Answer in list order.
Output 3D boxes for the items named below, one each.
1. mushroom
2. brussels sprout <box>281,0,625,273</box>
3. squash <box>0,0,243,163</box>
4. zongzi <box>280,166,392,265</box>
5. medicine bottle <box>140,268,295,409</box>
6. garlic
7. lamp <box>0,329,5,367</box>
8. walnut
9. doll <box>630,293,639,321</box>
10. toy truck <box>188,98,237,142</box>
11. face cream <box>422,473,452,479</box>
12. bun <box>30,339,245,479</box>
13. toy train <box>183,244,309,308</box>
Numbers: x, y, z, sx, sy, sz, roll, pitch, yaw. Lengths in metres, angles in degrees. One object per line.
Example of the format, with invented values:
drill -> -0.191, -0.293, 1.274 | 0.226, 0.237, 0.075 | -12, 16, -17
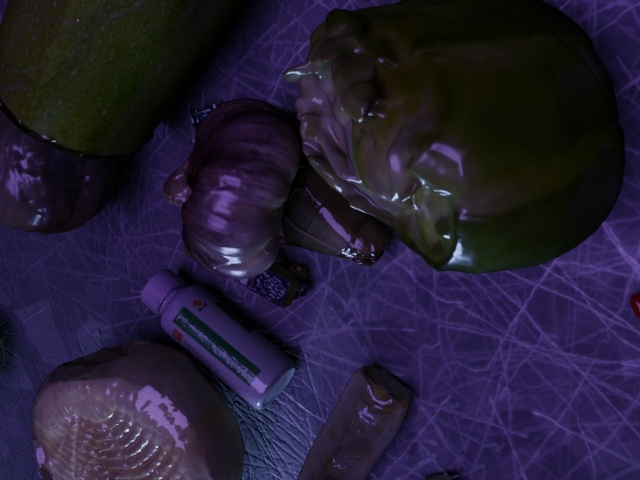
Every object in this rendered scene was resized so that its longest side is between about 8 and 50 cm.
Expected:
mushroom -> 0.033, 0.324, 1.179 | 0.100, 0.081, 0.312 | 32, 112, 14
brussels sprout -> 0.148, -0.121, 0.870 | 0.371, 0.315, 0.276 | 35, 144, 41
squash -> -0.256, -0.324, 1.053 | 0.263, 0.263, 0.384 | 47, 120, 10
zongzi -> 0.000, 0.000, 1.111 | 0.160, 0.078, 0.176 | 47, 130, 9
medicine bottle -> -0.162, 0.146, 1.224 | 0.260, 0.095, 0.095 | 38, 118, 14
garlic -> -0.118, -0.068, 1.021 | 0.160, 0.245, 0.245 | 10, 111, -6
lamp -> -0.699, 0.204, 1.503 | 0.185, 0.161, 0.161 | 15, 110, 25
walnut -> -0.413, -0.114, 1.224 | 0.224, 0.224, 0.224 | 8, 107, 27
doll -> 0.438, 0.115, 0.901 | 0.142, 0.076, 0.245 | -14, 93, 32
toy truck -> -0.142, -0.123, 1.149 | 0.080, 0.078, 0.154 | -11, 99, 31
face cream -> 0.208, 0.443, 1.129 | 0.114, 0.070, 0.224 | -24, 100, 32
bun -> -0.272, 0.312, 1.269 | 0.364, 0.202, 0.364 | 10, 112, 25
toy train -> -0.110, 0.032, 1.172 | 0.202, 0.081, 0.060 | 29, 115, 19
